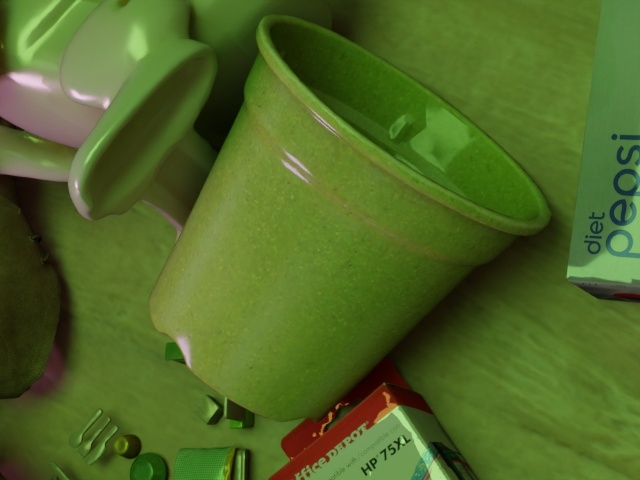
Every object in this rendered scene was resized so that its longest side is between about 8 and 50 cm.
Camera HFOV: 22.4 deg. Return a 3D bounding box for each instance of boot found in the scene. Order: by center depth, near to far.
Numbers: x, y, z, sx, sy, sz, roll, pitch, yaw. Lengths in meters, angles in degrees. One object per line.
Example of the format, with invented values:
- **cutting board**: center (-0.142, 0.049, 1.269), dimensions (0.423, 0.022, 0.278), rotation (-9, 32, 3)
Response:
- **boot**: center (-0.307, 0.010, 1.543), dimensions (0.112, 0.115, 0.305), rotation (136, 140, -56)

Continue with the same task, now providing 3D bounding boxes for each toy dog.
- **toy dog**: center (-0.221, -0.213, 1.414), dimensions (0.408, 0.284, 0.395), rotation (30, 94, 25)

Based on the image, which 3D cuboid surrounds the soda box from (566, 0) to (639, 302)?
- **soda box**: center (0.268, -0.095, 1.271), dimensions (0.098, 0.091, 0.286), rotation (5, 80, 27)

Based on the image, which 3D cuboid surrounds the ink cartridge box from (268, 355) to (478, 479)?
- **ink cartridge box**: center (0.054, 0.213, 1.313), dimensions (0.134, 0.078, 0.231), rotation (-41, 63, 12)

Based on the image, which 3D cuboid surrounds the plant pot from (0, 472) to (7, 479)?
- **plant pot**: center (-0.340, 0.277, 1.406), dimensions (0.237, 0.237, 0.254), rotation (-35, 64, 15)

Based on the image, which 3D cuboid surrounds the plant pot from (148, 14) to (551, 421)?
- **plant pot**: center (0.000, 0.000, 1.304), dimensions (0.276, 0.276, 0.254), rotation (45, 110, 27)

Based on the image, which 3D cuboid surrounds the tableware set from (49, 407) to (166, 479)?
- **tableware set**: center (-0.211, 0.238, 1.473), dimensions (0.104, 0.024, 0.154), rotation (42, 97, 25)

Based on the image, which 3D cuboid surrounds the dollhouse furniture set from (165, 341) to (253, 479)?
- **dollhouse furniture set**: center (-0.104, 0.167, 1.413), dimensions (0.076, 0.058, 0.151), rotation (-5, 76, 26)
